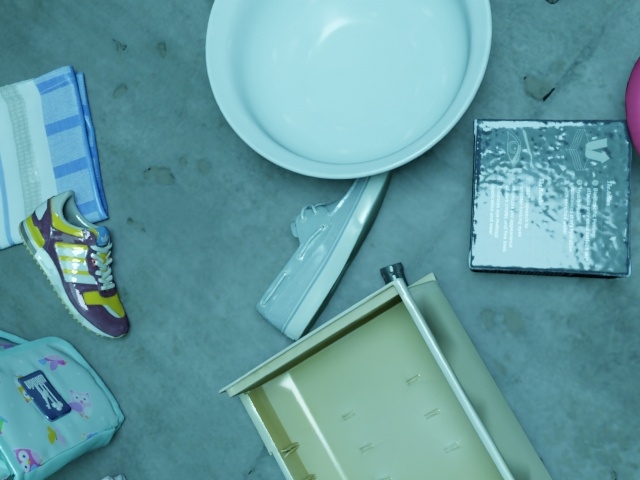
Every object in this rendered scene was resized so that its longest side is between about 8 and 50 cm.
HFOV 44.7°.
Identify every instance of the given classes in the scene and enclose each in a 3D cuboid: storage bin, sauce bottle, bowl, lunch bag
[{"bbox_3d":[0.062,0.209,0.794,0.260,0.123,0.262,-34,79,24],"label":"storage bin"},{"bbox_3d":[0.099,0.088,0.862,0.042,0.042,0.128,-18,82,10],"label":"sauce bottle"},{"bbox_3d":[0.037,-0.199,0.845,0.297,0.134,0.298,-2,82,13],"label":"bowl"},{"bbox_3d":[-0.379,0.189,0.864,0.262,0.223,0.160,14,96,12],"label":"lunch bag"}]

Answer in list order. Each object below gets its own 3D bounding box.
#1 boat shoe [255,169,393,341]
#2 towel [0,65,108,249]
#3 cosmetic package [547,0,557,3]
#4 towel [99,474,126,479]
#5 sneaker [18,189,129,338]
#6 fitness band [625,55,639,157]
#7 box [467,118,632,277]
[{"bbox_3d":[0.000,0.000,0.870,0.081,0.079,0.228,31,96,8],"label":"boat shoe"},{"bbox_3d":[-0.418,-0.092,0.992,0.284,0.034,0.209,-13,84,11],"label":"towel"},{"bbox_3d":[0.229,-0.370,0.738,0.129,0.296,0.153,-42,80,5],"label":"cosmetic package"},{"bbox_3d":[-0.315,0.481,0.917,0.316,0.053,0.332,-25,82,9],"label":"towel"},{"bbox_3d":[-0.275,0.029,0.925,0.083,0.069,0.186,-38,91,9],"label":"sneaker"},{"bbox_3d":[0.439,-0.116,0.756,0.290,0.054,0.209,5,86,-6],"label":"fitness band"},{"bbox_3d":[0.238,-0.041,0.814,0.158,0.093,0.156,3,85,13],"label":"box"}]
